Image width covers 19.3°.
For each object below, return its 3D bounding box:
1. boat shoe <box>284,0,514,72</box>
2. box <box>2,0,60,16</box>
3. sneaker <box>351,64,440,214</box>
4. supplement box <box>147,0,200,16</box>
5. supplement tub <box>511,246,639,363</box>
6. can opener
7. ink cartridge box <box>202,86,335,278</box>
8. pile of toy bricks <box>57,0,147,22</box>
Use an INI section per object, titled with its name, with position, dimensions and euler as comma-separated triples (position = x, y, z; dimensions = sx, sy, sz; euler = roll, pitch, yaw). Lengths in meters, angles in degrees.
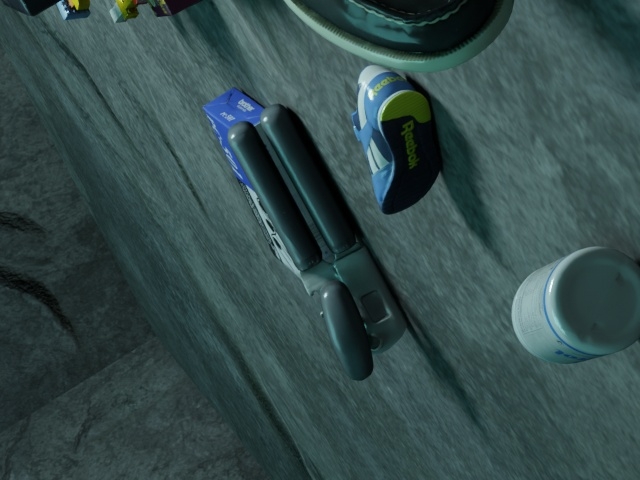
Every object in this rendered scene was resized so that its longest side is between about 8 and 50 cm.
[boat shoe]
position = -0.006, -0.236, 1.105
dimensions = 0.340, 0.127, 0.113
euler = 62, -175, 35
[box]
position = -0.304, -0.385, 1.899
dimensions = 0.270, 0.165, 0.143
euler = 62, 168, -20
[sneaker]
position = 0.056, -0.079, 1.459
dimensions = 0.059, 0.053, 0.144
euler = 50, 158, 34
[supplement box]
position = -0.154, -0.259, 1.905
dimensions = 0.055, 0.043, 0.083
euler = 62, 168, -12
[supplement tub]
position = 0.171, 0.044, 1.237
dimensions = 0.071, 0.071, 0.107
euler = 58, 170, 3
[can opener]
position = 0.000, 0.000, 1.850
dimensions = 0.280, 0.074, 0.093
euler = 62, -175, -10
[ink cartridge box]
position = -0.050, -0.056, 1.996
dimensions = 0.097, 0.046, 0.207
euler = 40, 158, 55
[pile of toy bricks]
position = -0.265, -0.346, 2.054
dimensions = 0.105, 0.118, 0.212
euler = -44, 66, 46
